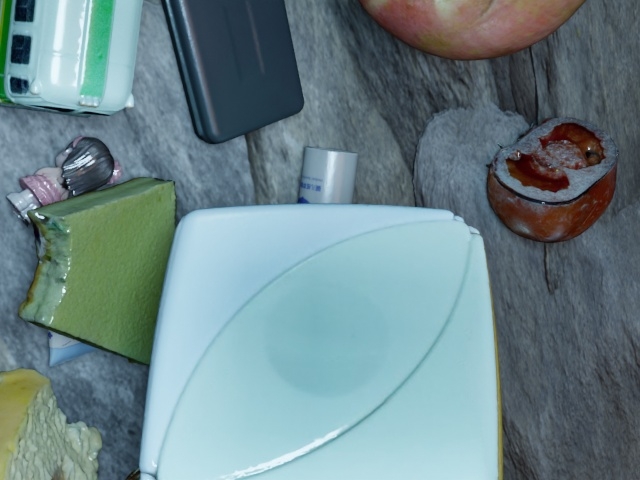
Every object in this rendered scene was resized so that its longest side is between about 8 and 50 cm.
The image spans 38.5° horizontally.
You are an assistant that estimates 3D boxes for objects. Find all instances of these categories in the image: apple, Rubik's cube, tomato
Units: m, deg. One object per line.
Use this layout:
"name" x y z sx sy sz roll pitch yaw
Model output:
"apple" 0.203 -0.413 1.147 0.364 0.364 0.364 -10 107 -37
"Rubik's cube" 0.002 0.185 1.011 0.352 0.351 0.347 88 4 -58
"tomato" 0.377 -0.080 1.497 0.214 0.180 0.155 -30 136 -21

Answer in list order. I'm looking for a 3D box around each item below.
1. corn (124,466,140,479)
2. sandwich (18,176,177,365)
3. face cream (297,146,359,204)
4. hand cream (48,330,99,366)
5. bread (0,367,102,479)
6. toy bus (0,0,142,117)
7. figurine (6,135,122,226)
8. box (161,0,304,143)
"corn" -0.136 0.285 1.206 0.280 0.092 0.092 -28 117 -34
"sandwich" -0.248 0.065 1.038 0.212 0.063 0.245 -25 119 -54
"face cream" 0.000 0.000 1.251 0.077 0.077 0.250 0 100 -39
"hand cream" -0.295 0.059 1.054 0.065 0.043 0.171 -17 115 -33
"bread" -0.383 0.280 1.014 0.211 0.224 0.184 -16 125 10
"toy bus" -0.253 -0.264 0.931 0.133 0.164 0.276 2 100 -40
"figurine" -0.284 -0.063 1.026 0.129 0.054 0.072 -42 127 -21
"box" -0.108 -0.247 1.124 0.160 0.050 0.230 -26 116 -32
